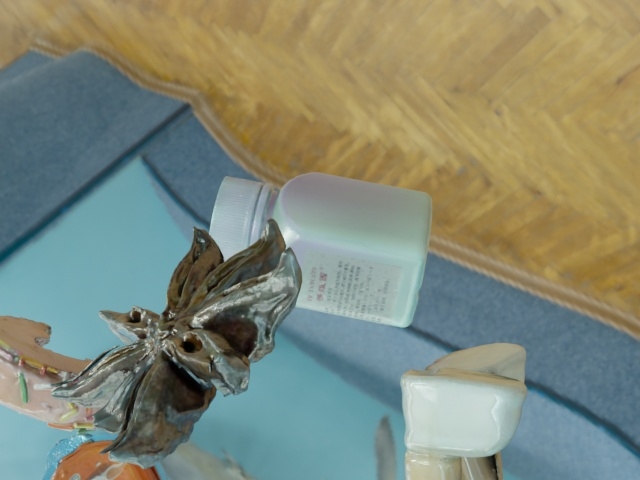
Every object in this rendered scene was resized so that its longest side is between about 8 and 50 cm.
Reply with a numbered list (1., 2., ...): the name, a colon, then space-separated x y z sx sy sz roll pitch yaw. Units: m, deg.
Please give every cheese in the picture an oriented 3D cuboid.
1. cheese: -0.136 0.236 0.745 0.256 0.106 0.037 46 168 36

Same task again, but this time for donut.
1. donut: -0.356 0.164 1.252 0.232 0.085 0.199 25 -179 28

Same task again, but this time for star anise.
1. star anise: -0.058 0.045 0.454 0.042 0.141 0.141 47 157 -27

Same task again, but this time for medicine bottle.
1. medicine bottle: 0.000 0.000 0.559 0.117 0.074 0.055 11 124 2

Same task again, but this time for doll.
1. doll: 0.101 0.280 0.814 0.161 0.348 0.423 10 120 30
